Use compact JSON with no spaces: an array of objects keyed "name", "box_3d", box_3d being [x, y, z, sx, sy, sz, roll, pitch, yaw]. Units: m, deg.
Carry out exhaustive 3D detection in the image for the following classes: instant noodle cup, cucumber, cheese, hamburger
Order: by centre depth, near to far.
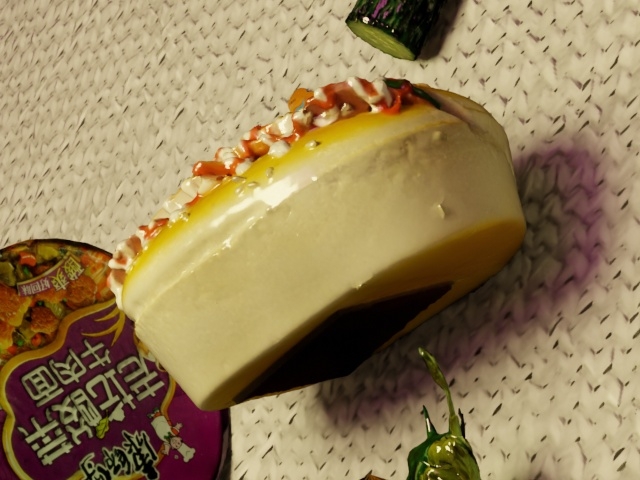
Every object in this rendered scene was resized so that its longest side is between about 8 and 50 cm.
[{"name":"hamburger","box_3d":[0.000,0.000,1.179,0.295,0.227,0.151,-38,68,29]},{"name":"cucumber","box_3d":[0.110,-0.279,1.320,0.067,0.067,0.293,26,89,51]},{"name":"instant noodle cup","box_3d":[-0.225,0.150,1.347,0.190,0.251,0.251,-38,46,41]},{"name":"cheese","box_3d":[-0.033,-0.073,1.409,0.047,0.017,0.111,27,91,48]}]

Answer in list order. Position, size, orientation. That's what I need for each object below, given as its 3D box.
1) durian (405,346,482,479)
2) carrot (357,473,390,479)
[{"name":"durian","box_3d":[0.075,0.253,1.035,0.106,0.132,0.375,-11,68,59]},{"name":"carrot","box_3d":[-0.017,0.211,1.212,0.228,0.069,0.069,-20,57,42]}]
